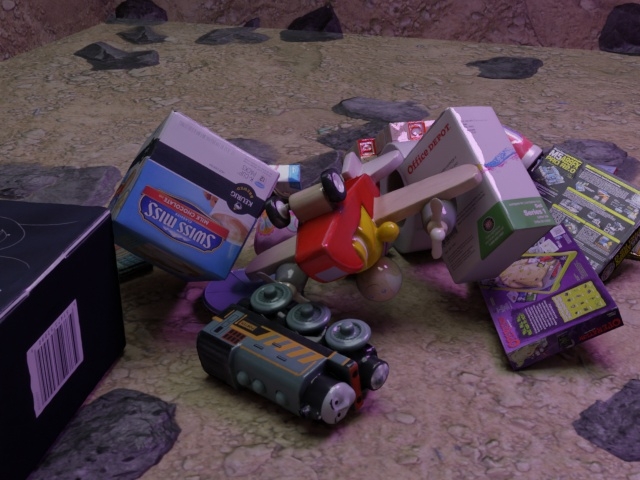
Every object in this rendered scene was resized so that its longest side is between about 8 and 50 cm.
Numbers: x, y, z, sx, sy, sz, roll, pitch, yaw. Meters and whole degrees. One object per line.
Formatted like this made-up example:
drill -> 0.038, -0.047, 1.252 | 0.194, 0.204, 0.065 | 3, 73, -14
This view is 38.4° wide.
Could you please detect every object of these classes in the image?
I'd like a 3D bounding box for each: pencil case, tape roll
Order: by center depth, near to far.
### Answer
pencil case -> 0.000, 0.000, 1.956 | 0.284, 0.124, 0.124 | 9, 27, 23
tape roll -> 0.241, -0.103, 2.014 | 0.169, 0.246, 0.246 | -9, 27, -15

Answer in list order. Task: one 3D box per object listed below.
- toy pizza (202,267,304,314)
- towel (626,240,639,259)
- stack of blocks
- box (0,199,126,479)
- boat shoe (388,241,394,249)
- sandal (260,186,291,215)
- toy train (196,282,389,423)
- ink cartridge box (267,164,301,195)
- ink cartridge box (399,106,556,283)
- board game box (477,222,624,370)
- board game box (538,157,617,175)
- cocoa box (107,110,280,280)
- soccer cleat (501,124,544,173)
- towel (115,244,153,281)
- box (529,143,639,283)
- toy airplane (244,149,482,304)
toy pizza -> -0.133, 0.112, 1.822 | 0.201, 0.032, 0.201 | -1, 27, 0
towel -> 0.783, 0.028, 1.974 | 0.237, 0.021, 0.102 | 10, 29, 22
stack of blocks -> 0.172, -0.206, 2.242 | 0.171, 0.087, 0.297 | -7, -8, -15
box -> -0.629, 0.150, 1.462 | 0.471, 0.297, 0.480 | 6, 27, 11
boat shoe -> 0.097, -0.035, 2.070 | 0.070, 0.078, 0.219 | -22, 31, -34
sandal -> -0.086, -0.086, 2.181 | 0.060, 0.090, 0.219 | -2, 18, -43
toy train -> -0.051, 0.195, 1.547 | 0.334, 0.142, 0.190 | 22, 46, 37
ink cartridge box -> -0.110, -0.148, 2.295 | 0.122, 0.088, 0.052 | -1, 67, 1
ink cartridge box -> 0.291, -0.089, 1.750 | 0.117, 0.201, 0.278 | -7, 62, -33
board game box -> 0.413, 0.096, 1.730 | 0.208, 0.056, 0.347 | -20, 25, 8
board game box -> 0.540, -0.158, 2.161 | 0.281, 0.027, 0.145 | 11, 26, 25
cocoa box -> -0.265, -0.067, 1.757 | 0.231, 0.228, 0.347 | 30, -12, -16
soccer cleat -> 0.367, -0.138, 2.032 | 0.116, 0.318, 0.108 | 42, 58, 4
towel -> -0.579, 0.058, 1.950 | 0.370, 0.040, 0.271 | -20, 32, -34
box -> 0.538, -0.057, 1.931 | 0.270, 0.060, 0.216 | 35, 79, 35
toy airplane -> 0.070, -0.017, 1.715 | 0.384, 0.272, 0.386 | -29, 6, -22
